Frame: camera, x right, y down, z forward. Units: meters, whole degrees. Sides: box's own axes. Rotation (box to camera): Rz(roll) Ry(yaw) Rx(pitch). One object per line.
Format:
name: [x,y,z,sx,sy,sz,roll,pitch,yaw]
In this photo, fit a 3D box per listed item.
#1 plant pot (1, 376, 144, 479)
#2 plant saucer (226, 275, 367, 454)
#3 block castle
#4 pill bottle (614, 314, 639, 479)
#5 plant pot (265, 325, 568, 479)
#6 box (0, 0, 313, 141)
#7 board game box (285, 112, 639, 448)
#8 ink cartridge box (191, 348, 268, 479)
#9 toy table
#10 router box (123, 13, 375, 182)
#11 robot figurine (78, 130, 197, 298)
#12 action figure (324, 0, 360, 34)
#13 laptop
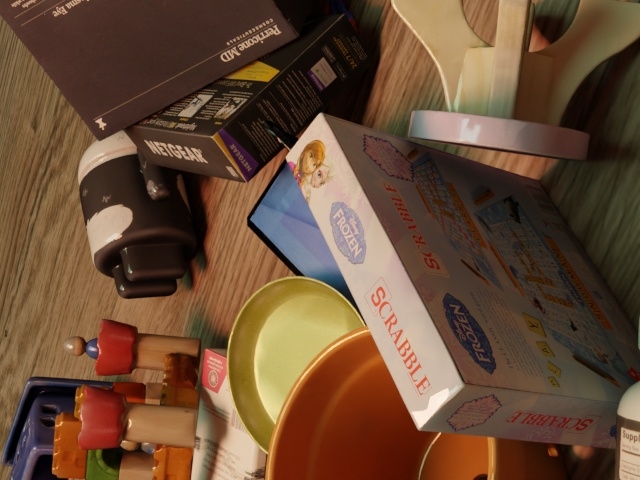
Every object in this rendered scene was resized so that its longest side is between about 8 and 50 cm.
plant pot: [-0.415,0.367,2.124,0.236,0.235,0.212,-66,31,30]
plant saucer: [-0.016,0.164,1.564,0.241,0.037,0.241,1,92,37]
block castle: [-0.302,0.367,1.836,0.303,0.212,0.453,-98,15,-67]
pill bottle: [0.325,0.200,1.028,0.162,0.162,0.279,1,88,57]
plant pot: [0.116,0.246,1.269,0.290,0.203,0.291,-18,63,39]
box: [-0.232,-0.354,1.631,0.343,0.312,0.179,-23,27,25]
board game box: [0.154,0.042,1.157,0.066,0.318,0.319,-50,47,29]
ink cartridge box: [-0.094,0.282,1.736,0.172,0.100,0.237,14,99,57]
toy table: [0.186,-0.166,1.217,0.274,0.252,0.161,-117,34,-86]
router box: [-0.106,-0.197,1.666,0.243,0.081,0.309,-45,27,-17]
robot figurine: [-0.292,-0.046,2.008,0.209,0.173,0.278,-27,62,20]
action figure: [0.022,-0.314,1.661,0.038,0.030,0.115,-54,43,48]
laptop: [0.000,0.000,1.481,0.234,0.264,0.136,45,95,10]
